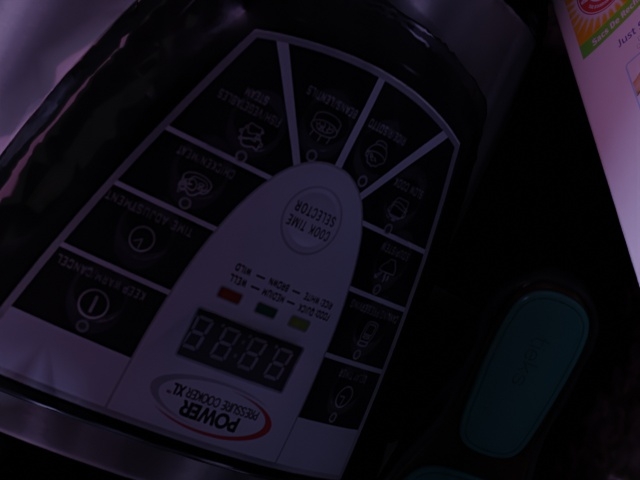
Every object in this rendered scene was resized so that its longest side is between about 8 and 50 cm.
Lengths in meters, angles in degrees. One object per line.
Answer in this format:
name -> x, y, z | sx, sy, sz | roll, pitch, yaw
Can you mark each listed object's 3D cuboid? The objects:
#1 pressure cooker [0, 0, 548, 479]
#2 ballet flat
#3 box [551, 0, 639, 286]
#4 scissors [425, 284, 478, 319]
pressure cooker -> -0.125, -0.011, 0.673 | 0.370, 0.375, 0.420 | 26, 90, 12
ballet flat -> 0.071, 0.098, 0.675 | 0.203, 0.074, 0.074 | -64, 34, 16
box -> 0.182, -0.045, 0.554 | 0.103, 0.114, 0.203 | -41, 42, 35
scissors -> 0.000, 0.000, 0.855 | 0.297, 0.021, 0.109 | -6, 66, 53
